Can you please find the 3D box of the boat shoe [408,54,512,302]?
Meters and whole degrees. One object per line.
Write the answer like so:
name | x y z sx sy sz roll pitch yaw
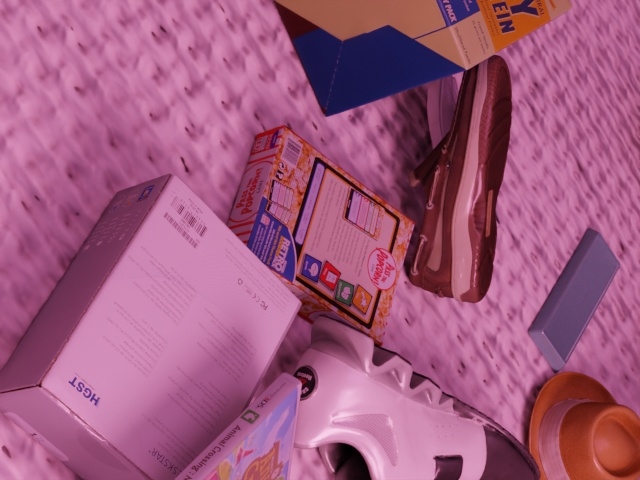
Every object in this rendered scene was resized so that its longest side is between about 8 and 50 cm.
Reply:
boat shoe | 0.135 -0.067 1.491 0.095 0.095 0.257 -2 99 -68

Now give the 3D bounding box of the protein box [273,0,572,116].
protein box | 0.105 -0.241 1.463 0.201 0.200 0.136 -33 103 -43

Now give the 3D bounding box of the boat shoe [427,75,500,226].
boat shoe | 0.157 -0.097 1.558 0.066 0.063 0.184 9 72 -71

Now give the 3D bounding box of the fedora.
fedora | 0.318 0.235 1.633 0.194 0.079 0.194 12 72 -42

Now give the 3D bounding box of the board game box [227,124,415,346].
board game box | 0.000 0.000 1.414 0.193 0.045 0.147 36 58 -32

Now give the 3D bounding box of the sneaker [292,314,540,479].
sneaker | 0.081 0.207 1.410 0.330 0.122 0.146 34 77 -34

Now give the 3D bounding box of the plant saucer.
plant saucer | 0.305 0.068 1.704 0.067 0.018 0.192 53 51 -20

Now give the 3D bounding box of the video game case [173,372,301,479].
video game case | -0.086 0.238 1.201 0.193 0.023 0.212 -42 151 -41

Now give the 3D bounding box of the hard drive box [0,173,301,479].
hard drive box | -0.144 0.091 1.228 0.181 0.089 0.232 47 52 -25
